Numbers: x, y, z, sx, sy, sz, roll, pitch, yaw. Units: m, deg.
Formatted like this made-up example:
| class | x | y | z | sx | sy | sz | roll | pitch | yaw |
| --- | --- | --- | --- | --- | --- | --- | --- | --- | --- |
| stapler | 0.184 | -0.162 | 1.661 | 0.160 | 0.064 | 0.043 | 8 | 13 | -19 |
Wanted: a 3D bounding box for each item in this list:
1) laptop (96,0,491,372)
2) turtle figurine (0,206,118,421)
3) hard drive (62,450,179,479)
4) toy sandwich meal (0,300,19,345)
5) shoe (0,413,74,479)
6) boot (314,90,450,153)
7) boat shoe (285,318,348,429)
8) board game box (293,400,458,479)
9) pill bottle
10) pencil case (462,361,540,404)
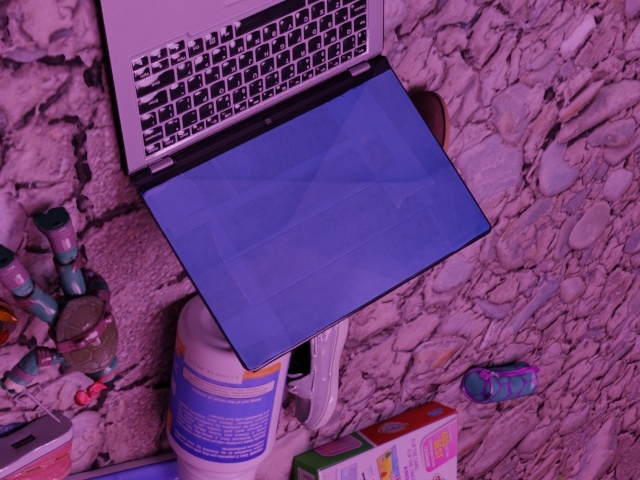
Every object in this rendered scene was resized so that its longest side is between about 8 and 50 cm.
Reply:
| class | x | y | z | sx | sy | sz | roll | pitch | yaw |
| --- | --- | --- | --- | --- | --- | --- | --- | --- | --- |
| laptop | -0.008 | -0.140 | 1.443 | 0.382 | 0.236 | 0.408 | -29 | 139 | -27 |
| turtle figurine | -0.285 | 0.089 | 1.445 | 0.175 | 0.118 | 0.234 | -52 | 136 | -41 |
| hard drive | -0.318 | 0.415 | 1.723 | 0.318 | 0.040 | 0.210 | -6 | 106 | -44 |
| toy sandwich meal | -0.378 | 0.104 | 1.445 | 0.085 | 0.029 | 0.086 | -27 | 138 | -27 |
| shoe | -0.380 | 0.284 | 1.572 | 0.178 | 0.063 | 0.081 | -23 | 131 | -38 |
| boot | 0.061 | -0.119 | 1.643 | 0.207 | 0.090 | 0.248 | 34 | 73 | -42 |
| boat shoe | -0.020 | 0.181 | 1.860 | 0.081 | 0.079 | 0.228 | -9 | 124 | -30 |
| board game box | 0.099 | 0.430 | 2.141 | 0.316 | 0.064 | 0.242 | -15 | 112 | -38 |
| pill bottle | -0.126 | 0.211 | 1.702 | 0.152 | 0.152 | 0.272 | -18 | 134 | -36 |
| pencil case | 0.323 | 0.253 | 2.283 | 0.151 | 0.064 | 0.070 | -2 | 139 | -46 |
